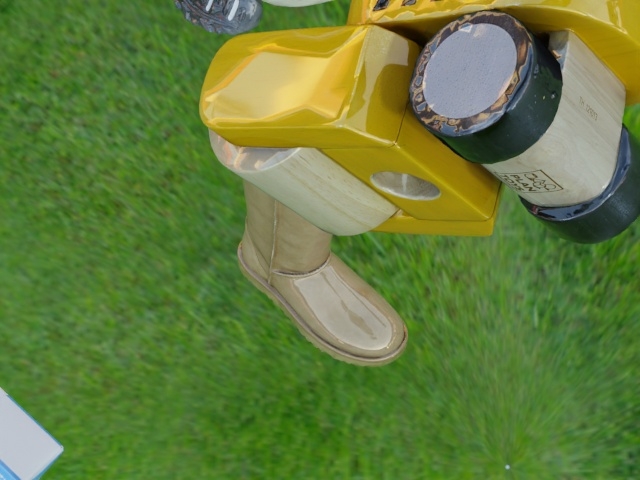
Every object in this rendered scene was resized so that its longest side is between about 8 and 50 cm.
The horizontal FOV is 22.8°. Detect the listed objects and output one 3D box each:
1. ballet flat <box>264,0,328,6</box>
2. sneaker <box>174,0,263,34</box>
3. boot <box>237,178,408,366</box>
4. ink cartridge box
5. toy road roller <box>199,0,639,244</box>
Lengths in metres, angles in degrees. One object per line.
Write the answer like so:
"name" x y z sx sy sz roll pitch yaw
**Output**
"ballet flat" 0.073 -0.187 0.888 0.249 0.086 0.086 -18 80 -2
"sneaker" -0.119 -0.313 1.700 0.271 0.108 0.100 55 132 41
"boot" 0.000 0.000 1.661 0.236 0.269 0.089 32 61 15
"ink cartridge box" -0.357 0.221 1.515 0.140 0.082 0.190 43 121 1
"toy road roller" 0.095 -0.139 1.178 0.330 0.202 0.240 -1 67 38
